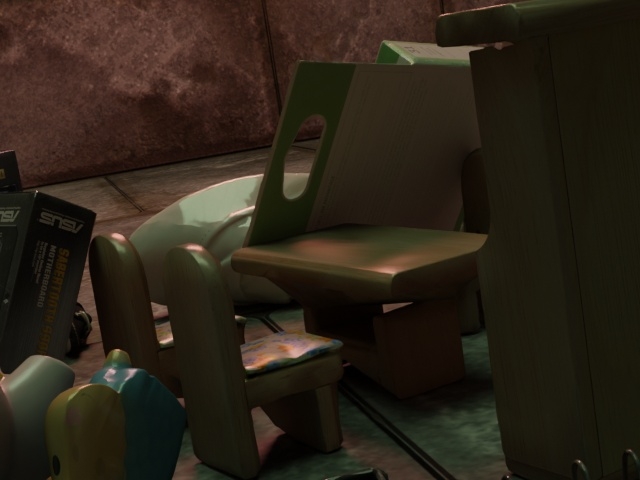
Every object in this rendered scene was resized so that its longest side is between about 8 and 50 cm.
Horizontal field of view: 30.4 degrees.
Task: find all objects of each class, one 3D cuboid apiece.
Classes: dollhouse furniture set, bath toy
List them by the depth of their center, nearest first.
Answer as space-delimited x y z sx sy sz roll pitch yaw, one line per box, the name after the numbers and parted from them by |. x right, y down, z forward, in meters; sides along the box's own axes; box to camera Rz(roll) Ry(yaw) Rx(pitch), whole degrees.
-0.256 0.124 0.686 0.348 0.129 0.151 -2 -33 26 | bath toy
0.077 -0.018 0.785 0.362 0.257 0.394 -14 11 -30 | dollhouse furniture set

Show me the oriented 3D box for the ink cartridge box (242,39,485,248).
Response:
0.042 -0.080 0.988 0.235 0.171 0.056 -2 32 -35 | ink cartridge box

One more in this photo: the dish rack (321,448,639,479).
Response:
0.137 0.127 0.421 0.271 0.074 0.208 -10 10 -8 | dish rack

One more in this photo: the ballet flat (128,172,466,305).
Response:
0.000 0.000 1.211 0.400 0.139 0.139 -11 9 -18 | ballet flat

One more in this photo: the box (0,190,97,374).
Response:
-0.271 0.059 0.869 0.231 0.183 0.056 -1 -15 43 | box

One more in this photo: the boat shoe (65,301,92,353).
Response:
-0.240 0.081 1.145 0.038 0.046 0.125 -16 3 -14 | boat shoe

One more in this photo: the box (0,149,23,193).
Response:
-0.460 0.000 1.410 0.059 0.184 0.232 1 14 45 | box
